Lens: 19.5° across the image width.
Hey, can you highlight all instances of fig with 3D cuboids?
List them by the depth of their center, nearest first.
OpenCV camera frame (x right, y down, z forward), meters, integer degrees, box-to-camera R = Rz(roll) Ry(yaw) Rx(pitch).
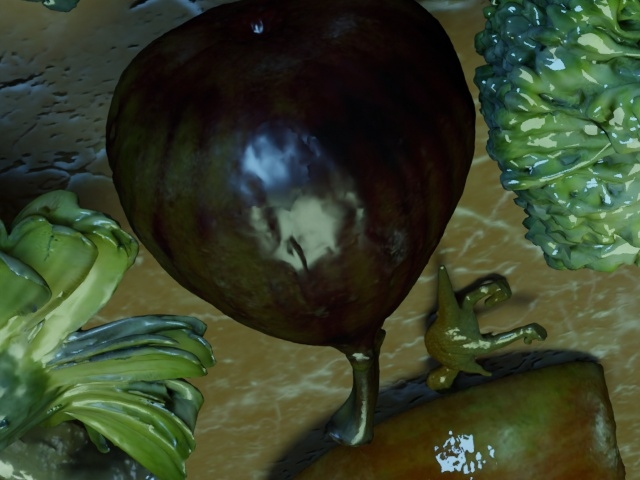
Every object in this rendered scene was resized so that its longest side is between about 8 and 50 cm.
[{"bbox_3d":[0.000,0.000,1.146,0.217,0.217,0.321,-14,130,2],"label":"fig"}]

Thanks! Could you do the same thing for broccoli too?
[{"bbox_3d":[0.214,-0.086,1.073,0.246,0.288,0.248,13,113,23],"label":"broccoli"}]

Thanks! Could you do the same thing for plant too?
[{"bbox_3d":[-0.233,0.065,1.154,0.297,0.261,0.306,-36,141,4],"label":"plant"}]

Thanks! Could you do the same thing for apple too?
[{"bbox_3d":[0.108,0.242,1.601,0.346,0.179,0.254,-34,113,28],"label":"apple"}]

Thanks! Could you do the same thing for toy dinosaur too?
[{"bbox_3d":[0.097,0.072,1.465,0.126,0.039,0.162,-32,140,30],"label":"toy dinosaur"}]

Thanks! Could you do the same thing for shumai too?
[{"bbox_3d":[-0.229,0.192,1.436,0.206,0.166,0.175,-47,129,5],"label":"shumai"}]

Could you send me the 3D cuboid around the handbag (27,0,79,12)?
[{"bbox_3d":[-0.164,-0.240,0.899,0.260,0.079,0.247,15,138,-35],"label":"handbag"}]
